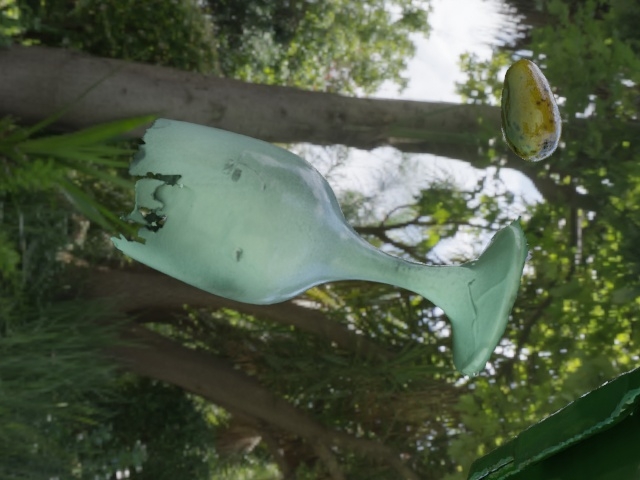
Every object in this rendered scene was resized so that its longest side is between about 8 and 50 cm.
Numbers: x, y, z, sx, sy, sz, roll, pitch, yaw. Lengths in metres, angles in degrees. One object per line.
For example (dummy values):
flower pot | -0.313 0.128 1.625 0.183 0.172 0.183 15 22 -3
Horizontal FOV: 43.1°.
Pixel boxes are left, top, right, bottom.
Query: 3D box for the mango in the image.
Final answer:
mango | 0.221 -0.139 0.859 0.079 0.057 0.114 82 3 -71

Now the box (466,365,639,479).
box | 0.201 0.173 0.323 0.328 0.253 0.177 110 2 -60

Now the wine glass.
wine glass | 0.000 0.000 0.656 0.143 0.321 0.143 19 90 -90
